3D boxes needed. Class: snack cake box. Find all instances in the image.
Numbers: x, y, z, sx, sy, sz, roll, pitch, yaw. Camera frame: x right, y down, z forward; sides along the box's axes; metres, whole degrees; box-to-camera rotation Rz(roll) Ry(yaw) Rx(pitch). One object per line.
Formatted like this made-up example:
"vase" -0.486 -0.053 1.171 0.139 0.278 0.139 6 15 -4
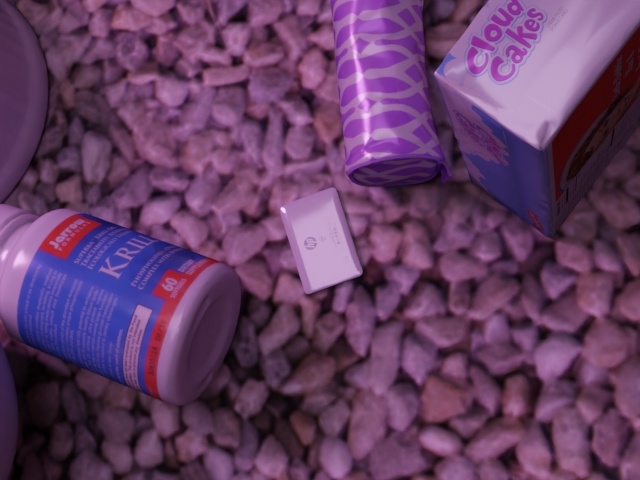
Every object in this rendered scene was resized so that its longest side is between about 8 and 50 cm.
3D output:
"snack cake box" 0.174 -0.109 0.745 0.089 0.264 0.152 38 89 18

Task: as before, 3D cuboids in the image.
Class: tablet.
"tablet" 0.000 0.000 0.899 0.054 0.006 0.083 -20 74 9

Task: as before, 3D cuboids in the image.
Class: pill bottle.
"pill bottle" -0.189 0.045 0.871 0.221 0.124 0.124 19 83 15

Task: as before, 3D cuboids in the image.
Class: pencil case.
"pencil case" 0.056 -0.147 0.879 0.088 0.086 0.206 -1 79 -11

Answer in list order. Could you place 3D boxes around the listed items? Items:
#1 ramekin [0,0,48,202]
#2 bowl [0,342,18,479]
"ramekin" -0.408 -0.141 0.956 0.277 0.135 0.277 -3 78 13
"bowl" -0.354 0.135 0.865 0.297 0.134 0.298 4 99 26
